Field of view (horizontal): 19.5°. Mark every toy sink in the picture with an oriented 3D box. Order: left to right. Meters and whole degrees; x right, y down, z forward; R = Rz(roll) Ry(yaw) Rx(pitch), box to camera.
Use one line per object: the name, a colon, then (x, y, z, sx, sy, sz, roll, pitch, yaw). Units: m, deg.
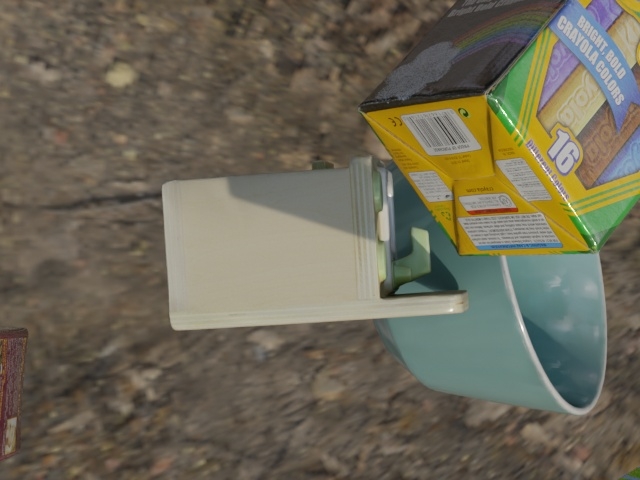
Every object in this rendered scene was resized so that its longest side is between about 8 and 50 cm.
toy sink: (0.000, 0.000, 1.535, 0.234, 0.153, 0.131, -3, 90, 7)

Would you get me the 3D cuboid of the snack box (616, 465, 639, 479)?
snack box: (0.209, 0.193, 1.171, 0.100, 0.141, 0.037, 24, 121, 37)

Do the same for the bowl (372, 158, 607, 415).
bowl: (0.144, 0.022, 1.738, 0.163, 0.311, 0.311, -13, 87, 23)

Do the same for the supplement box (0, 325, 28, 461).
supplement box: (-0.280, 0.117, 1.410, 0.081, 0.188, 0.104, 3, 88, 2)

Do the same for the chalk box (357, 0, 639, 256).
chalk box: (0.156, -0.106, 1.193, 0.213, 0.132, 0.132, -47, 114, -27)
